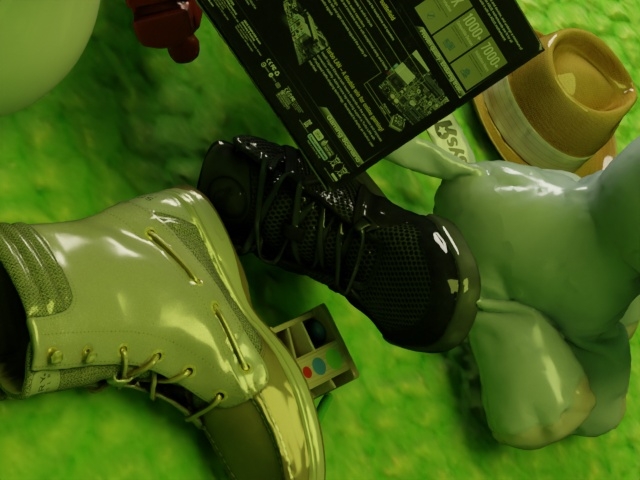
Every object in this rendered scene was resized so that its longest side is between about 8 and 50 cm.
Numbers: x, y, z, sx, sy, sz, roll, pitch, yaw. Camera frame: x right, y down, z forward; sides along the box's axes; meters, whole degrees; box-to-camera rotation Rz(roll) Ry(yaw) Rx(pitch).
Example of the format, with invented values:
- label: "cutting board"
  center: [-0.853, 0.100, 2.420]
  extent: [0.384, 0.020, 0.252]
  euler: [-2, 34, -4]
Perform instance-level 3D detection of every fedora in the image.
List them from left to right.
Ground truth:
- label: "fedora"
  center: [0.210, -0.124, 1.169]
  extent: [0.194, 0.079, 0.194]
  euler: [23, 53, -34]

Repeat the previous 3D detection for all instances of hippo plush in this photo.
- label: "hippo plush"
  center: [0.220, -0.008, 0.964]
  extent: [0.234, 0.236, 0.294]
  euler: [-35, 104, -55]

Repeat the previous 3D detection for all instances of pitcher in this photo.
- label: "pitcher"
  center: [-0.185, -0.134, 0.701]
  extent: [0.177, 0.207, 0.125]
  euler: [-34, 89, -38]

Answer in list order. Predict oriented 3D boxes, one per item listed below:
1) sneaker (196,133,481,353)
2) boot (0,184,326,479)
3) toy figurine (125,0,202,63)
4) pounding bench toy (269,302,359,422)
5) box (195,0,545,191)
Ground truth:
- label: "sneaker"
  center: [0.000, 0.000, 0.836]
  extent: [0.130, 0.087, 0.227]
  euler: [7, 22, -32]
- label: "boot"
  center: [-0.099, 0.074, 0.764]
  extent: [0.165, 0.077, 0.213]
  euler: [-12, 71, -47]
- label: "toy figurine"
  center: [-0.007, -0.187, 0.879]
  extent: [0.213, 0.210, 0.148]
  euler: [28, 20, -12]
- label: "pounding bench toy"
  center: [-0.011, 0.092, 0.854]
  extent: [0.065, 0.052, 0.083]
  euler: [-20, 82, -48]
- label: "box"
  center: [0.012, -0.145, 0.764]
  extent: [0.180, 0.147, 0.077]
  euler: [54, 5, -19]
